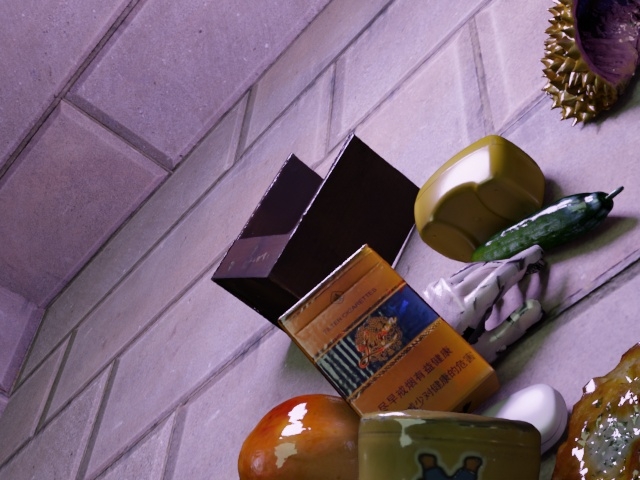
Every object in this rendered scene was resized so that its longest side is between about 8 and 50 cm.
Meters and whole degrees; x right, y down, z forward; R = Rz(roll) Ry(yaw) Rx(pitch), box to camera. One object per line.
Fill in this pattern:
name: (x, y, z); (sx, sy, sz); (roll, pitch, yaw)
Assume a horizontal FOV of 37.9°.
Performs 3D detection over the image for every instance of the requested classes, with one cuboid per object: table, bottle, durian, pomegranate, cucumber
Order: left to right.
pomegranate: (-0.004, 0.294, 1.158); (0.209, 0.209, 0.209); (-44, 24, 26)
table: (0.000, 0.000, 1.590); (0.282, 0.196, 0.250); (-60, 21, -18)
bottle: (0.112, 0.335, 0.830); (0.171, 0.171, 0.352); (-21, 62, 55)
cucumber: (0.290, -0.014, 1.189); (0.250, 0.056, 0.056); (-29, 33, 48)
durian: (0.382, -0.288, 1.327); (0.261, 0.153, 0.186); (-61, -3, -34)

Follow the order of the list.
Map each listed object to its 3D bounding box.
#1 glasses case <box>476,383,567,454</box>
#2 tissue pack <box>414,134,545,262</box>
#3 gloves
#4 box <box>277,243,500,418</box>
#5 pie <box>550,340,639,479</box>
glasses case: (0.195, 0.227, 1.044); (0.193, 0.049, 0.074); (-42, 25, 33)
tissue pack: (0.220, -0.064, 1.305); (0.178, 0.123, 0.127); (-40, 30, 36)
gloves: (0.197, 0.082, 1.180); (0.212, 0.111, 0.127); (-56, 18, 15)
box: (0.079, 0.134, 1.120); (0.152, 0.070, 0.237); (-41, 56, -7)
pie: (0.314, 0.198, 0.770); (0.288, 0.103, 0.354); (-55, 14, 2)
